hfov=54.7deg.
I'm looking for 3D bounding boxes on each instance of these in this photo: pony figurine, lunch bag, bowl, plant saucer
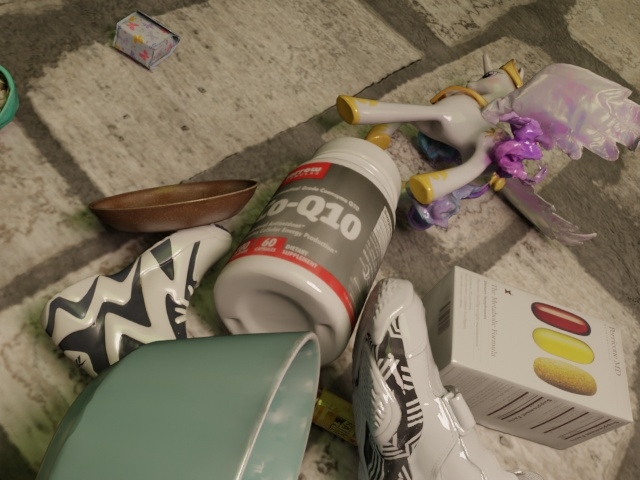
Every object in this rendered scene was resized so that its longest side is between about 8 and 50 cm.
[{"bbox_3d":[0.254,-0.147,0.935,0.363,0.303,0.351,-23,57,-23],"label":"pony figurine"},{"bbox_3d":[-0.260,-0.310,0.937,0.071,0.053,0.083,33,42,-2],"label":"lunch bag"},{"bbox_3d":[-0.120,0.207,0.523,0.163,0.312,0.312,15,51,11],"label":"bowl"},{"bbox_3d":[-0.171,-0.041,0.740,0.198,0.198,0.036,-13,105,-30],"label":"plant saucer"}]

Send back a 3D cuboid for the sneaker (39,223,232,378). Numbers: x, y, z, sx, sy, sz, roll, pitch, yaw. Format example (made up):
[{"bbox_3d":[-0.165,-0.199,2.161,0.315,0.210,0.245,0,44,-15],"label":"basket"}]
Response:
[{"bbox_3d":[-0.166,0.086,0.690,0.235,0.094,0.153,-29,82,-44],"label":"sneaker"}]

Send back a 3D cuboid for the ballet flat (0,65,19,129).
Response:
[{"bbox_3d":[-0.430,-0.121,0.713,0.083,0.087,0.247,21,53,-10],"label":"ballet flat"}]

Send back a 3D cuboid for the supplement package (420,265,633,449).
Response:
[{"bbox_3d":[0.244,0.155,0.789,0.244,0.134,0.139,19,53,-11],"label":"supplement package"}]

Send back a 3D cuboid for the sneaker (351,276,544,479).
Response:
[{"bbox_3d":[0.146,0.218,0.632,0.210,0.137,0.366,-2,82,-7],"label":"sneaker"}]

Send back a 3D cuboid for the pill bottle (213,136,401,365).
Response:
[{"bbox_3d":[0.000,0.000,0.764,0.161,0.161,0.283,30,45,-2],"label":"pill bottle"}]

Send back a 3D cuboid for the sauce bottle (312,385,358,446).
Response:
[{"bbox_3d":[0.038,0.214,0.719,0.128,0.042,0.042,28,51,-1],"label":"sauce bottle"}]
